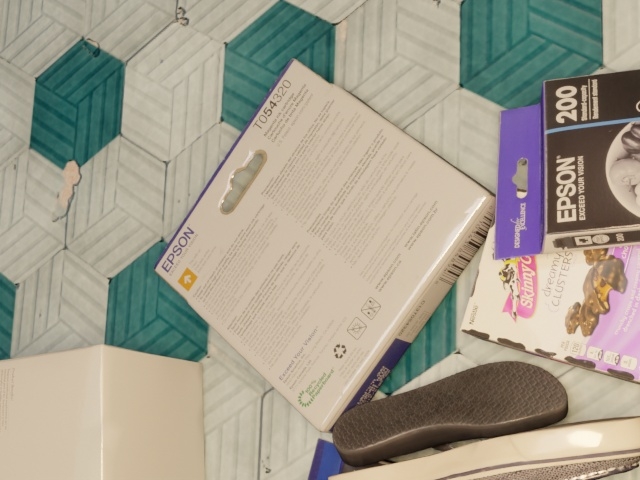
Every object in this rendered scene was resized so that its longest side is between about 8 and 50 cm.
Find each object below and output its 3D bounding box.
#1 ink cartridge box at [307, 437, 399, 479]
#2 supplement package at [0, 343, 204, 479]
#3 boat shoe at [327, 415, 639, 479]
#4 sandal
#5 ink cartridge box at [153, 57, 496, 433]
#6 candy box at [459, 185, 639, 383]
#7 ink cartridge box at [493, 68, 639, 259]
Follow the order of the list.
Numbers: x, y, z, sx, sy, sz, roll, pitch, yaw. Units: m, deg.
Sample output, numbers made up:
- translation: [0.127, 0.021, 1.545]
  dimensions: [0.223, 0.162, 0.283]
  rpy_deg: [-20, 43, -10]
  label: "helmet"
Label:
- translation: [0.102, 0.329, 1.176]
  dimensions: [0.333, 0.065, 0.165]
  rpy_deg: [10, 85, 32]
  label: "ink cartridge box"
- translation: [-0.302, 0.248, 1.341]
  dimensions: [0.263, 0.198, 0.199]
  rpy_deg: [-11, 73, 27]
  label: "supplement package"
- translation: [0.165, 0.272, 1.060]
  dimensions: [0.341, 0.127, 0.158]
  rpy_deg: [-20, 75, 31]
  label: "boat shoe"
- translation: [0.140, 0.190, 1.182]
  dimensions: [0.255, 0.054, 0.097]
  rpy_deg: [-14, 32, 19]
  label: "sandal"
- translation: [0.000, 0.000, 1.304]
  dimensions: [0.330, 0.071, 0.324]
  rpy_deg: [40, 100, 33]
  label: "ink cartridge box"
- translation: [0.263, 0.045, 1.143]
  dimensions: [0.196, 0.070, 0.164]
  rpy_deg: [14, 85, 31]
  label: "candy box"
- translation: [0.275, -0.082, 1.121]
  dimensions: [0.208, 0.045, 0.206]
  rpy_deg: [-7, 52, 20]
  label: "ink cartridge box"
